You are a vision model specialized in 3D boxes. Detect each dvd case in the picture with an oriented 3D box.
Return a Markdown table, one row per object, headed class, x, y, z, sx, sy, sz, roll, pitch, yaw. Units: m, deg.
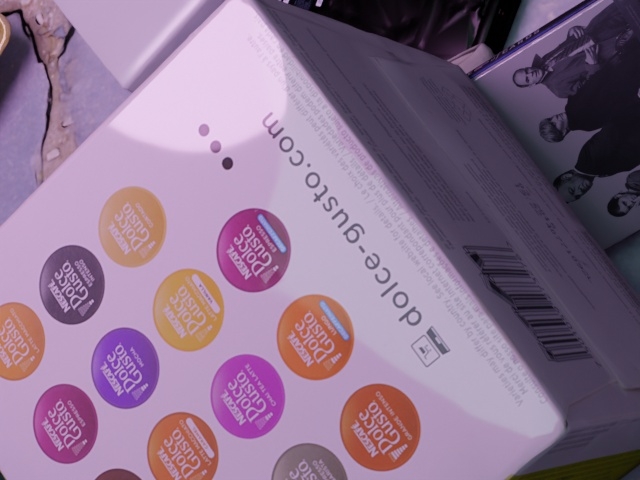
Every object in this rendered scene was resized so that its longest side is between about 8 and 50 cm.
| class | x | y | z | sx | sy | sz | roll | pitch | yaw |
| --- | --- | --- | --- | --- | --- | --- | --- | --- | --- |
| dvd case | 0.184 | -0.070 | 1.354 | 0.239 | 0.029 | 0.179 | -31 | 104 | 19 |

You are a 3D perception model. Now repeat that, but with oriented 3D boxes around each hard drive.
| class | x | y | z | sx | sy | sz | roll | pitch | yaw |
| --- | --- | --- | --- | --- | --- | --- | --- | --- | --- |
| hard drive | -0.128 | -0.315 | 1.647 | 0.307 | 0.040 | 0.203 | -46 | 60 | 12 |

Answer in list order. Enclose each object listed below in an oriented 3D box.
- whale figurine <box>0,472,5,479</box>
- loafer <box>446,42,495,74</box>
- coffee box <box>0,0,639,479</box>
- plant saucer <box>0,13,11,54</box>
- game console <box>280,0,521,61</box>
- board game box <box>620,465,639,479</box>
| class | x | y | z | sx | sy | sz | roll | pitch | yaw |
| --- | --- | --- | --- | --- | --- | --- | --- | --- | --- |
| whale figurine | -0.336 | 0.118 | 1.599 | 0.216 | 0.141 | 0.272 | 19 | 87 | 32 |
| loafer | 0.015 | -0.081 | 1.451 | 0.319 | 0.112 | 0.111 | -17 | 110 | 17 |
| coffee box | 0.003 | 0.084 | 1.187 | 0.334 | 0.338 | 0.337 | -42 | 71 | 19 |
| plant saucer | -0.509 | -0.146 | 1.751 | 0.333 | 0.081 | 0.332 | 29 | 95 | 9 |
| game console | 0.103 | -0.296 | 1.512 | 0.213 | 0.044 | 0.361 | 21 | 89 | 30 |
| board game box | 0.176 | 0.182 | 1.326 | 0.160 | 0.039 | 0.211 | -36 | 51 | 19 |
